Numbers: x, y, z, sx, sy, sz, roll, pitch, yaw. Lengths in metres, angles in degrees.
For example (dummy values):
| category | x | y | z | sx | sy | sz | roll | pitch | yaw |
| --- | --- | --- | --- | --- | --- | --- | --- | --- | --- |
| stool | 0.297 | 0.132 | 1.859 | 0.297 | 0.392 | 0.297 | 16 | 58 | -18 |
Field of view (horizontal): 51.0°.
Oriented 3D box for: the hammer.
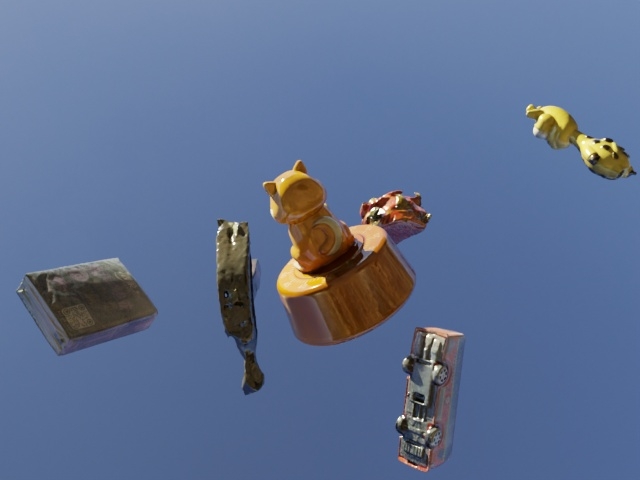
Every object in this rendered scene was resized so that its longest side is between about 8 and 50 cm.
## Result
| category | x | y | z | sx | sy | sz | roll | pitch | yaw |
| --- | --- | --- | --- | --- | --- | --- | --- | --- | --- |
| hammer | -0.065 | 0.042 | 0.594 | 0.027 | 0.297 | 0.125 | -7 | -88 | -4 |

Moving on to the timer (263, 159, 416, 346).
| category | x | y | z | sx | sy | sz | roll | pitch | yaw |
| --- | --- | --- | --- | --- | --- | --- | --- | --- | --- |
| timer | 0.000 | 0.000 | 0.624 | 0.132 | 0.132 | 0.152 | -41 | -67 | -30 |

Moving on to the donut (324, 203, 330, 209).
| category | x | y | z | sx | sy | sz | roll | pitch | yaw |
| --- | --- | --- | --- | --- | --- | --- | --- | --- | --- |
| donut | -0.011 | -0.028 | 1.043 | 0.067 | 0.083 | 0.037 | -27 | -93 | 5 |

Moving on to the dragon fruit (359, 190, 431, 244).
| category | x | y | z | sx | sy | sz | roll | pitch | yaw |
| --- | --- | --- | --- | --- | --- | --- | --- | --- | --- |
| dragon fruit | 0.131 | -0.050 | 1.324 | 0.096 | 0.147 | 0.102 | 44 | -160 | -31 |

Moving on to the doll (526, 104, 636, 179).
| category | x | y | z | sx | sy | sz | roll | pitch | yaw |
| --- | --- | --- | --- | --- | --- | --- | --- | --- | --- |
| doll | 0.576 | -0.224 | 1.507 | 0.117 | 0.086 | 0.291 | 1 | -145 | -42 |

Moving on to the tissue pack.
| category | x | y | z | sx | sy | sz | roll | pitch | yaw |
| --- | --- | --- | --- | --- | --- | --- | --- | --- | --- |
| tissue pack | -0.309 | 0.084 | 0.902 | 0.112 | 0.051 | 0.156 | 49 | -152 | 16 |

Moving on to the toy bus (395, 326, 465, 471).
| category | x | y | z | sx | sy | sz | roll | pitch | yaw |
| --- | --- | --- | --- | --- | --- | --- | --- | --- | --- |
| toy bus | 0.156 | 0.218 | 0.938 | 0.077 | 0.065 | 0.192 | 3 | -86 | -44 |
